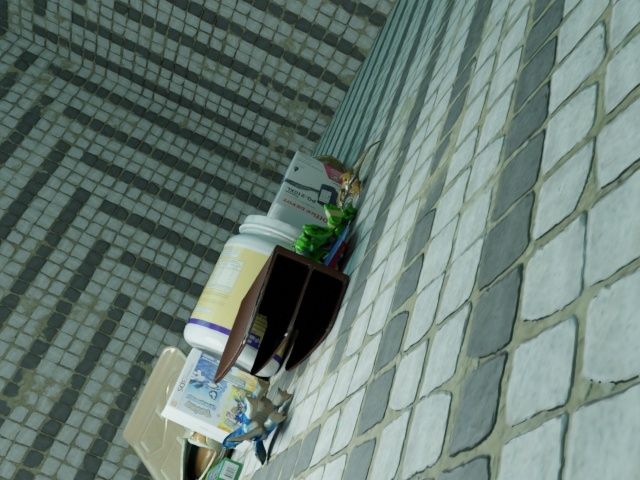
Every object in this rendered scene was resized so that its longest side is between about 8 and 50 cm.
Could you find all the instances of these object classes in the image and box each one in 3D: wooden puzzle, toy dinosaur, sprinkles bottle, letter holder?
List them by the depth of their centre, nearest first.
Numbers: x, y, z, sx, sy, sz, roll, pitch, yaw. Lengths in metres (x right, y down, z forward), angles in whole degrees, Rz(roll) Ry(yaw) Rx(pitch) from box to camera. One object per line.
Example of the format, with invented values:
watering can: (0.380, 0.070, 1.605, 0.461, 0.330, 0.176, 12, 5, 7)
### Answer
letter holder: (-0.088, 0.183, 1.332, 0.302, 0.152, 0.214, 127, 165, -59)
toy dinosaur: (0.077, -0.156, 1.658, 0.212, 0.064, 0.112, -63, 6, 12)
wooden puzzle: (-0.362, 0.505, 1.842, 0.080, 0.347, 0.322, 16, -76, -51)
sprinkles bottle: (0.004, -0.211, 2.187, 0.121, 0.121, 0.355, -64, 7, 4)

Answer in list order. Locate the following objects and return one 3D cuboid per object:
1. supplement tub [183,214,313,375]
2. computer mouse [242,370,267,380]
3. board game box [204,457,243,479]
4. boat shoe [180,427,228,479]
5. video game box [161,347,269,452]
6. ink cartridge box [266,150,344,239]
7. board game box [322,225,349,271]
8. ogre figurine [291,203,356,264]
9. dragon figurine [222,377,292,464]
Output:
supplement tub: (-0.154, 0.131, 1.634, 0.331, 0.241, 0.241, -67, 7, -17)
computer mouse: (-0.195, 0.314, 1.790, 0.188, 0.072, 0.272, -37, 17, 11)
board game box: (-0.265, 0.637, 1.461, 0.213, 0.046, 0.317, -52, 14, 58)
boat shoe: (-0.268, 0.469, 1.655, 0.103, 0.113, 0.302, -11, -68, -72)
video game box: (-0.234, 0.360, 1.561, 0.048, 0.205, 0.187, -58, 10, 36)
ink cartridge box: (-0.035, -0.110, 1.883, 0.100, 0.172, 0.237, -58, 10, 45)
board game box: (0.028, 0.049, 1.430, 0.169, 0.033, 0.133, -58, 2, 8)
ogre figurine: (0.000, 0.000, 1.526, 0.197, 0.096, 0.118, -63, -4, -49)
dragon figurine: (-0.123, 0.347, 1.242, 0.289, 0.085, 0.144, -74, 9, -77)
